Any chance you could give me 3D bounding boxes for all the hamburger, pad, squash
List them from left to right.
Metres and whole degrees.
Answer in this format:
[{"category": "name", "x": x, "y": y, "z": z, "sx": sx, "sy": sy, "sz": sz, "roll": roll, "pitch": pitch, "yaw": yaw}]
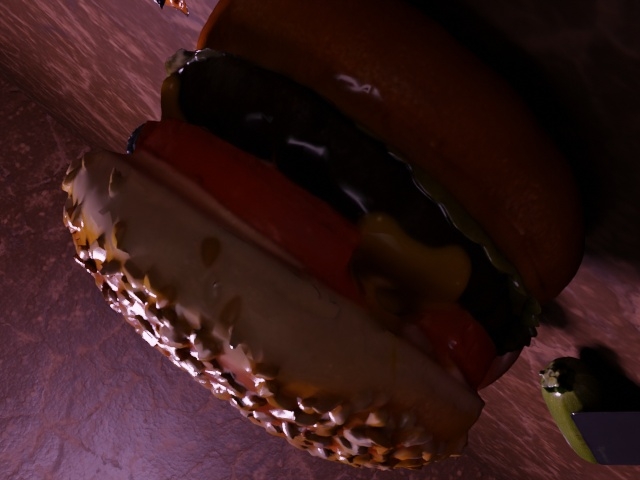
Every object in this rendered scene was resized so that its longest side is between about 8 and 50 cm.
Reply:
[{"category": "hamburger", "x": 0.000, "y": 0.000, "z": 0.518, "sx": 0.330, "sy": 0.250, "sz": 0.330, "roll": 39, "pitch": 170, "yaw": 8}, {"category": "squash", "x": 0.282, "y": 0.178, "z": 0.794, "sx": 0.066, "sy": 0.066, "sz": 0.252, "roll": 30, "pitch": 165, "yaw": 42}, {"category": "pad", "x": 0.329, "y": 0.206, "z": 0.756, "sx": 0.112, "sy": 0.003, "sz": 0.157, "roll": -9, "pitch": 142, "yaw": 28}]

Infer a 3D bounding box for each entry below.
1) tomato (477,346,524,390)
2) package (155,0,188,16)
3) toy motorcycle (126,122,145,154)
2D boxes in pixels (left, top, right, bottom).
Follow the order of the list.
[{"category": "tomato", "x": 0.115, "y": 0.079, "z": 0.739, "sx": 0.167, "sy": 0.167, "sz": 0.167, "roll": 38, "pitch": 169, "yaw": 8}, {"category": "package", "x": -0.156, "y": -0.242, "z": 0.635, "sx": 0.077, "sy": 0.033, "sz": 0.110, "roll": 42, "pitch": 170, "yaw": 47}, {"category": "toy motorcycle", "x": -0.159, "y": -0.086, "z": 1.069, "sx": 0.270, "sy": 0.159, "sz": 0.106, "roll": 53, "pitch": 164, "yaw": 17}]
